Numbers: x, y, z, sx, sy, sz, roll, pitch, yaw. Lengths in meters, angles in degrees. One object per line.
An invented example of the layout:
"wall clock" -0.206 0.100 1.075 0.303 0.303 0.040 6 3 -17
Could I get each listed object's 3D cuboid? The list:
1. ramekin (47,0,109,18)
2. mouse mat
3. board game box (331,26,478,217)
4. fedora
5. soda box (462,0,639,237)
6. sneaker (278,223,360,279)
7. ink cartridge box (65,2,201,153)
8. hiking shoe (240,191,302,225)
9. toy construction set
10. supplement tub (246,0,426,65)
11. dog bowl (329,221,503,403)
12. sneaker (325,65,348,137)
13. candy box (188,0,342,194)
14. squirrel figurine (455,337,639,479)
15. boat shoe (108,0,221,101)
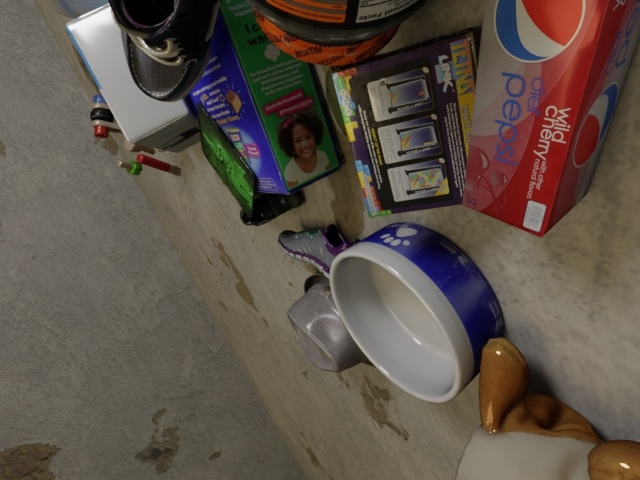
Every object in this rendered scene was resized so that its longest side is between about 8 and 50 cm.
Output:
"ramekin" -0.407 -0.546 0.749 0.273 0.127 0.273 -174 90 -81
"mouse mat" -0.174 -0.142 0.760 0.190 0.007 0.153 52 156 15
"board game box" 0.103 -0.118 0.448 0.140 0.048 0.171 -7 117 22
"fedora" 0.019 0.206 0.928 0.275 0.124 0.244 33 145 41
"soda box" 0.180 -0.139 0.316 0.083 0.092 0.264 33 145 39
"sneaker" 0.000 0.000 0.824 0.223 0.083 0.098 27 119 40
"ink cartridge box" -0.345 -0.319 0.869 0.223 0.128 0.307 63 180 -10
"hiking shoe" -0.137 -0.082 0.904 0.226 0.114 0.086 -3 115 61
"toy construction set" -0.457 -0.305 1.159 0.237 0.257 0.309 15 -131 -62
"supplement tub" 0.017 -0.284 0.263 0.207 0.207 0.338 55 171 7
"dog bowl" 0.137 0.109 0.643 0.265 0.104 0.265 42 150 31
"sneaker" 0.069 -0.149 0.546 0.192 0.064 0.086 56 169 -5
"candy box" -0.126 -0.249 0.700 0.268 0.122 0.318 16 132 56
"squirrel figurine" 0.349 0.353 0.432 0.370 0.281 0.397 6 138 46
"boat shoe" -0.189 -0.254 0.469 0.127 0.158 0.340 24 145 -15
